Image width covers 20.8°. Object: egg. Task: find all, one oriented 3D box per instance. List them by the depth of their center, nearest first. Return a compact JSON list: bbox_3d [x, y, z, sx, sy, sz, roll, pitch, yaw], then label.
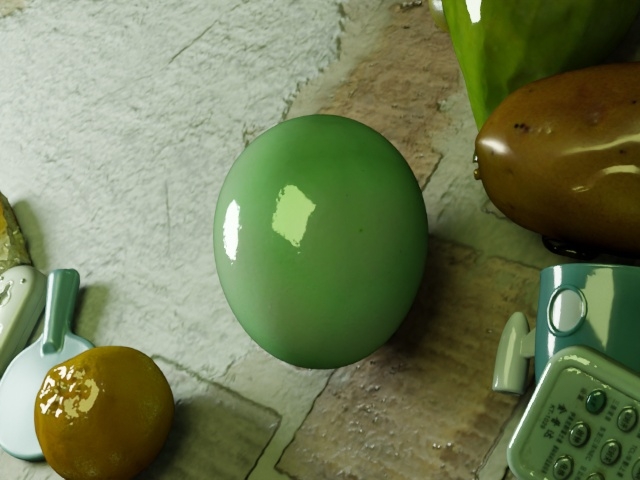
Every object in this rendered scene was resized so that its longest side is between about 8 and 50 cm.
[{"bbox_3d":[0.000,0.000,1.780,0.220,0.220,0.269,-16,52,26],"label":"egg"}]

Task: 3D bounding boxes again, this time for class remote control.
[{"bbox_3d":[0.319,0.210,1.417,0.335,0.065,0.128,29,104,19],"label":"remote control"},{"bbox_3d":[-0.394,0.126,2.093,0.078,0.042,0.221,4,62,38],"label":"remote control"}]

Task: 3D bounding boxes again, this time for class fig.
[{"bbox_3d":[0.244,-0.256,1.852,0.233,0.314,0.233,-11,11,2],"label":"fig"}]

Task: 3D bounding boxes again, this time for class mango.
[{"bbox_3d":[0.282,-0.082,1.693,0.287,0.152,0.201,0,50,33],"label":"mango"}]

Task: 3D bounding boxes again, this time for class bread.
[{"bbox_3d":[-0.422,-0.009,2.208,0.154,0.054,0.136,-10,51,27],"label":"bread"}]

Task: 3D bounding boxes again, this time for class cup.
[{"bbox_3d":[0.267,0.121,1.554,0.300,0.167,0.173,-6,72,50],"label":"cup"}]

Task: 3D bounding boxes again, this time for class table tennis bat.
[{"bbox_3d":[-0.312,0.142,2.030,0.153,0.040,0.244,-13,56,25],"label":"table tennis bat"}]

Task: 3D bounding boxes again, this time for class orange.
[{"bbox_3d":[-0.237,0.185,1.873,0.159,0.136,0.159,-19,52,26],"label":"orange"}]

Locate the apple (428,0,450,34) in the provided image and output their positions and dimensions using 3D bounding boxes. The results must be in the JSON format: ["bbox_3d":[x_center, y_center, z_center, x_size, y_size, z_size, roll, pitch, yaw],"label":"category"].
[{"bbox_3d":[0.163,-0.274,1.973,0.089,0.074,0.089,-29,51,43],"label":"apple"}]
